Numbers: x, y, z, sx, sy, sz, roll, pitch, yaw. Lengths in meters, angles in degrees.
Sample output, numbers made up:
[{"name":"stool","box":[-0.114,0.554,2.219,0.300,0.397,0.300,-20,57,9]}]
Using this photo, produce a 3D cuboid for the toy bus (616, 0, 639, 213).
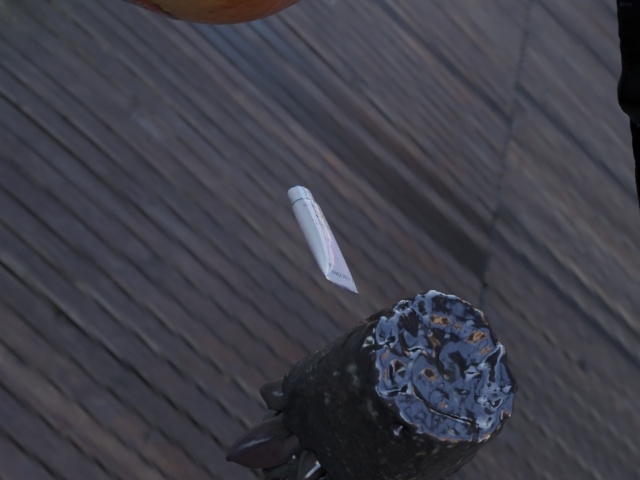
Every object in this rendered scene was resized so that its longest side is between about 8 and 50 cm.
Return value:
[{"name":"toy bus","box":[0.327,-0.071,1.233,0.092,0.093,0.409,-48,139,-30]}]

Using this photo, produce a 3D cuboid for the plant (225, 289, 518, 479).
[{"name":"plant","box":[0.043,0.181,1.366,0.194,0.320,0.181,-19,72,-33]}]

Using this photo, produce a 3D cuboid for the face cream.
[{"name":"face cream","box":[0.000,0.000,1.135,0.038,0.020,0.115,28,27,-41]}]

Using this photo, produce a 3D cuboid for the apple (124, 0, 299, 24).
[{"name":"apple","box":[-0.109,-0.348,1.118,0.305,0.338,0.338,25,25,13]}]
